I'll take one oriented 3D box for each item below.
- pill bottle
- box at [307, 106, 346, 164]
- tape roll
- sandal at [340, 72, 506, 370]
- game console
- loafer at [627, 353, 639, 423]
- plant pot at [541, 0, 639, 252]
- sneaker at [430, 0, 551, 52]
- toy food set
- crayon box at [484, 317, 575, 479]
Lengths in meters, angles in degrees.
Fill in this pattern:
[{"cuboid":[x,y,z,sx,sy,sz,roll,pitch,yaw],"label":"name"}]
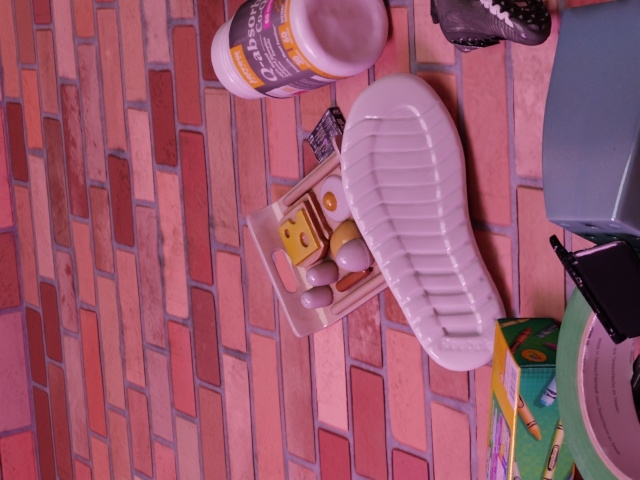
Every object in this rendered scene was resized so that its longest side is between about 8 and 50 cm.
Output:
[{"cuboid":[-0.039,-0.295,2.117,0.278,0.162,0.162,-11,89,56],"label":"pill bottle"},{"cuboid":[0.015,-0.153,2.202,0.067,0.018,0.083,64,143,23],"label":"box"},{"cuboid":[0.382,0.152,1.562,0.321,0.077,0.321,-2,88,62],"label":"tape roll"},{"cuboid":[0.135,-0.021,1.976,0.102,0.169,0.416,30,-135,-81],"label":"sandal"},{"cuboid":[0.309,0.042,1.533,0.122,0.071,0.107,55,-171,-20],"label":"game console"},{"cuboid":[0.368,0.181,1.730,0.061,0.062,0.170,54,138,41],"label":"loafer"},{"cuboid":[0.335,-0.113,1.517,0.165,0.166,0.234,2,71,56],"label":"plant pot"},{"cuboid":[0.210,-0.279,1.830,0.234,0.078,0.106,44,135,47],"label":"sneaker"},{"cuboid":[0.000,0.000,2.181,0.306,0.092,0.219,-37,73,53],"label":"toy food set"},{"cuboid":[0.263,0.254,1.820,0.165,0.081,0.278,-99,10,-72],"label":"crayon box"}]
